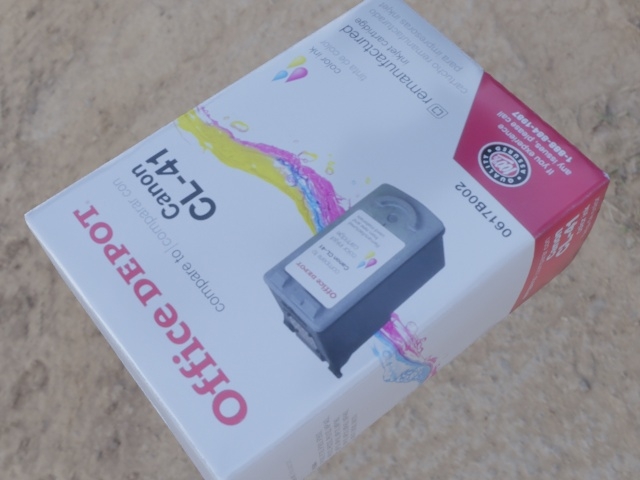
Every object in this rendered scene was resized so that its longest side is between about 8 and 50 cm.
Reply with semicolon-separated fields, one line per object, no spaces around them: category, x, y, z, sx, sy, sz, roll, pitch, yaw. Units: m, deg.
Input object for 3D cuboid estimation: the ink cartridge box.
ink cartridge box;0.000;0.000;0.554;0.306;0.131;0.226;-36;67;-17
